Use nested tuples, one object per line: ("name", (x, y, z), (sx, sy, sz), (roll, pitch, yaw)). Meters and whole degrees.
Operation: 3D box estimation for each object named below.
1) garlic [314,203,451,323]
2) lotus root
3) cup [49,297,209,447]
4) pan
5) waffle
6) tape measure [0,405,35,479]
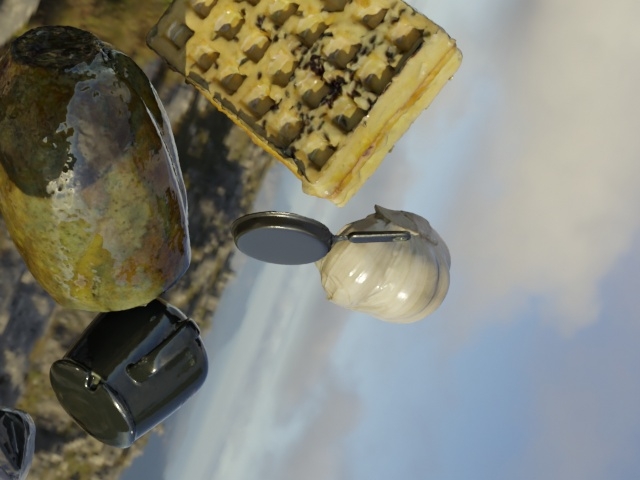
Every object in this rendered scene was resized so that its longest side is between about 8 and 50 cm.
("garlic", (0.111, 0.058, 1.559), (0.229, 0.143, 0.178), (1, 128, -46))
("lotus root", (-0.295, -0.093, 1.321), (0.250, 0.250, 0.346), (-69, 158, -49))
("cup", (-0.240, 0.161, 1.367), (0.176, 0.169, 0.223), (-42, -174, -36))
("pan", (0.000, 0.000, 1.364), (0.136, 0.235, 0.028), (87, 4, -66))
("waffle", (-0.032, -0.241, 1.325), (0.261, 0.376, 0.114), (-49, 149, 6))
("tape measure", (-0.345, 0.208, 0.876), (0.120, 0.236, 0.197), (65, 27, -23))
